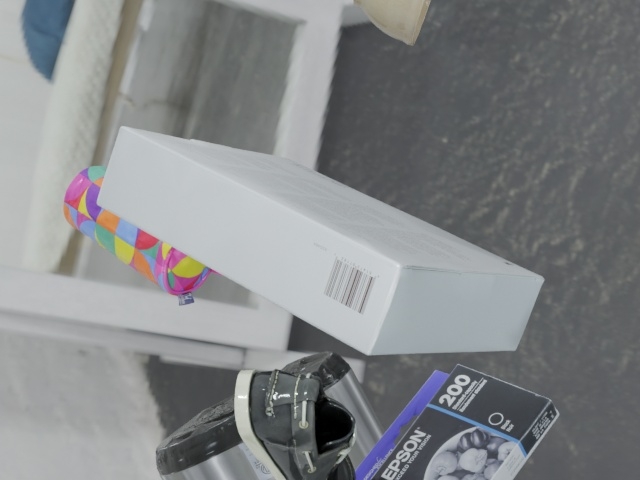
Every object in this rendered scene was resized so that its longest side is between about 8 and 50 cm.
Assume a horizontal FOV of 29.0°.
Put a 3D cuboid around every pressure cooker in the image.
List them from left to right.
[{"bbox_3d":[-0.033,0.438,2.024,0.370,0.375,0.420,-29,90,31],"label":"pressure cooker"}]

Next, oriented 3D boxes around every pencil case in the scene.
[{"bbox_3d":[-0.228,-0.012,1.583,0.236,0.104,0.104,32,103,35],"label":"pencil case"}]

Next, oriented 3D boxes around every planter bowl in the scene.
[{"bbox_3d":[0.113,-0.387,1.864,0.109,0.162,0.162,19,95,4],"label":"planter bowl"}]

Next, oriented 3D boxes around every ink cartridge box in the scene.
[{"bbox_3d":[0.159,0.253,1.562,0.208,0.045,0.206,16,55,44],"label":"ink cartridge box"}]

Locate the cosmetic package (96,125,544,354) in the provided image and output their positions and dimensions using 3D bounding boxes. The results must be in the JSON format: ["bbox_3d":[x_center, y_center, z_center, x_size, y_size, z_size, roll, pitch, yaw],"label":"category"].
[{"bbox_3d":[0.000,0.000,1.278,0.377,0.284,0.097,27,104,35],"label":"cosmetic package"}]

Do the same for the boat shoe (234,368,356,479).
[{"bbox_3d":[-0.003,0.183,1.105,0.079,0.233,0.084,-11,56,13],"label":"boat shoe"}]
